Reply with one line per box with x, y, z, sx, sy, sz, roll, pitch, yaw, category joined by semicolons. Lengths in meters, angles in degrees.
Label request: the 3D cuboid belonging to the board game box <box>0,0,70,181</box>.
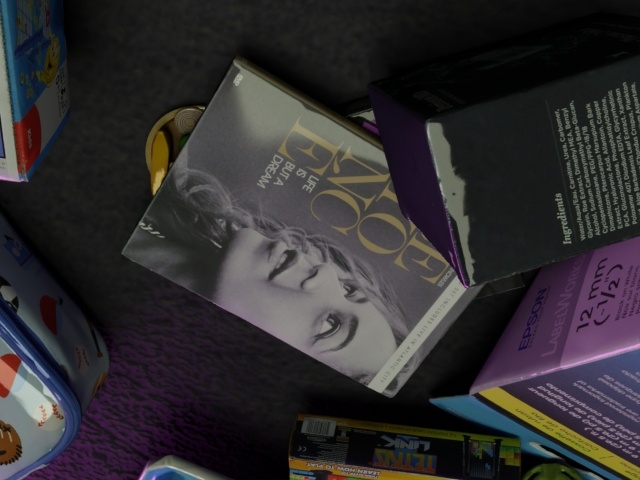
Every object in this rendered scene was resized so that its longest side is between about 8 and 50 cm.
-0.293;-0.195;0.496;0.308;0.086;0.302;8;126;3;board game box

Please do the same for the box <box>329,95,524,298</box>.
0.062;-0.024;0.675;0.116;0.029;0.162;-16;118;14;box

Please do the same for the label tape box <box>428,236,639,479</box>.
0.266;0.094;0.656;0.249;0.115;0.347;29;157;-12;label tape box

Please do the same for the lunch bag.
-0.330;0.096;0.735;0.303;0.115;0.243;-29;111;19;lunch bag

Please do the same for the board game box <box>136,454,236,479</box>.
-0.033;0.384;0.859;0.389;0.050;0.390;24;125;-10;board game box

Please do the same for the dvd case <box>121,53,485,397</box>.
0.000;0.000;0.666;0.221;0.018;0.164;29;117;-12;dvd case

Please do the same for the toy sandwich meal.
-0.082;-0.049;0.673;0.085;0.029;0.086;2;120;4;toy sandwich meal

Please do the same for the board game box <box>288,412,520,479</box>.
0.063;0.204;0.776;0.170;0.048;0.141;5;130;8;board game box

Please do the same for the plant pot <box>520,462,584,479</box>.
0.182;0.212;0.760;0.083;0.083;0.079;-11;132;11;plant pot

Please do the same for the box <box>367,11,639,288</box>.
0.123;-0.058;0.550;0.158;0.156;0.093;-18;107;-3;box
